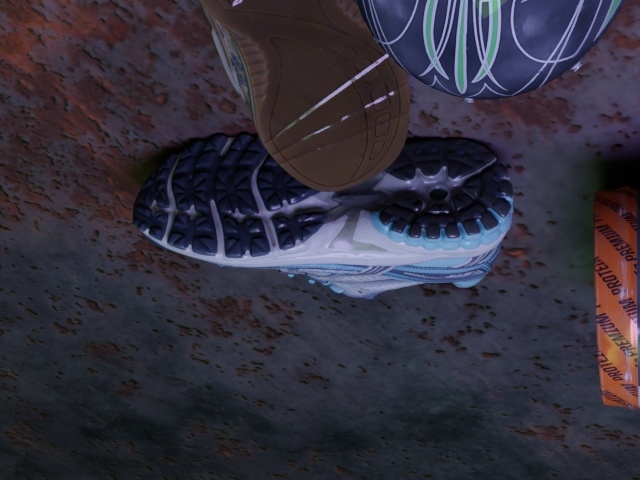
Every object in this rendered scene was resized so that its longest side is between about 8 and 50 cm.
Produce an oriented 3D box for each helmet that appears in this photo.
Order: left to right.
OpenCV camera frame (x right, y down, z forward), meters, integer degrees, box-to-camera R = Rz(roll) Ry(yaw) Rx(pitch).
[{"bbox_3d":[0.088,-0.160,0.604,0.169,0.162,0.169,14,147,9],"label":"helmet"}]

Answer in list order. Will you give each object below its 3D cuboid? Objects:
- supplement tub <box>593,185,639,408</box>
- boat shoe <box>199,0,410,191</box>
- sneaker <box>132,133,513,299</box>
[{"bbox_3d":[0.345,0.034,0.787,0.316,0.194,0.194,-3,141,15],"label":"supplement tub"},{"bbox_3d":[-0.019,-0.141,0.744,0.104,0.089,0.285,-25,139,1],"label":"boat shoe"},{"bbox_3d":[0.000,0.000,0.891,0.283,0.110,0.122,3,145,9],"label":"sneaker"}]
